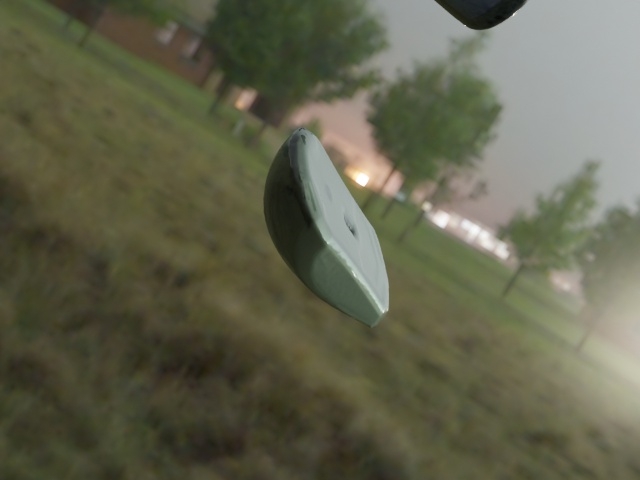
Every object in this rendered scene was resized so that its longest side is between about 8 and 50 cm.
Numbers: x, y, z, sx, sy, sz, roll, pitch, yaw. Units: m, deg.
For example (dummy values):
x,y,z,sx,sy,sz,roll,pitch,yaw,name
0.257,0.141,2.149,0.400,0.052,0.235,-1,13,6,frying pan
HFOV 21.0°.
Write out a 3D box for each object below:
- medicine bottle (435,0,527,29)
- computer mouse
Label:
x,y,z,sx,sy,sz,roll,pitch,yaw,name
0.052,-0.222,1.092,0.203,0.083,0.083,36,2,-23,medicine bottle
0.000,0.000,0.727,0.110,0.032,0.056,55,23,-50,computer mouse
